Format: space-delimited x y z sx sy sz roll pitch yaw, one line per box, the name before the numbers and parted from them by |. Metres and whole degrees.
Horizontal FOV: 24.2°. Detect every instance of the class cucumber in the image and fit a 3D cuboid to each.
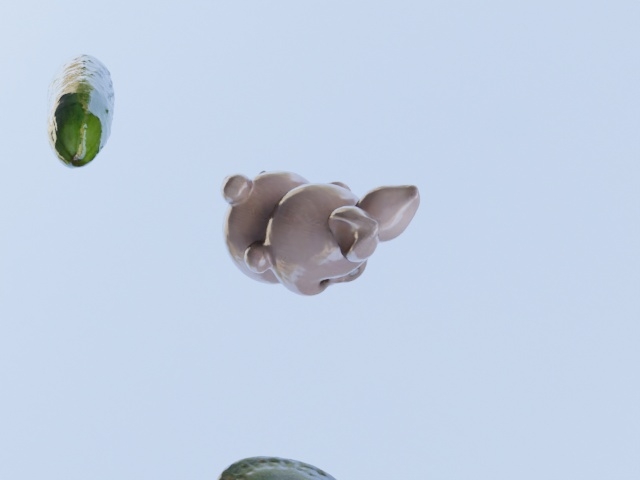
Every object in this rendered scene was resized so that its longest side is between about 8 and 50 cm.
cucumber | -0.187 -0.110 1.161 0.056 0.056 0.250 -46 -161 8

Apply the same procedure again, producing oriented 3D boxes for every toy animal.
toy animal | 0.001 0.001 1.299 0.212 0.124 0.124 17 -108 52

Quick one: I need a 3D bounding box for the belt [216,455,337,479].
belt | -0.030 0.246 0.770 0.206 0.116 0.267 151 -61 -69
